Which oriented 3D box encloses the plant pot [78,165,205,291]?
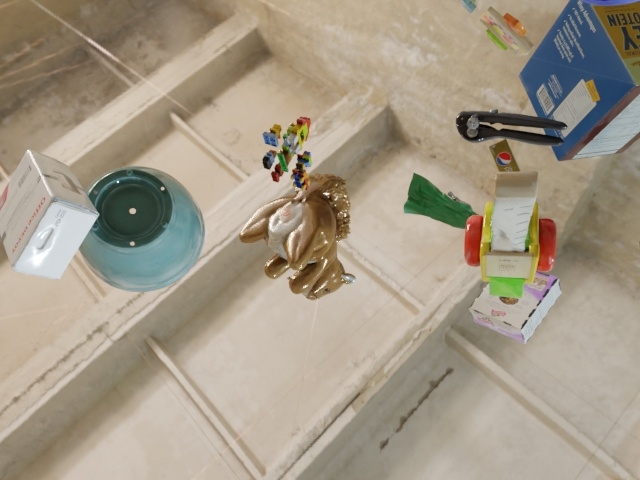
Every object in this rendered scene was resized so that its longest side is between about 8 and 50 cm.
[{"bbox_3d":[-0.408,-0.045,1.084,0.292,0.196,0.294,3,-105,-11],"label":"plant pot"}]

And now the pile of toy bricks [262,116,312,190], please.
[{"bbox_3d":[-0.065,-0.216,1.125,0.117,0.212,0.105,20,-114,16],"label":"pile of toy bricks"}]

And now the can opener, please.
[{"bbox_3d":[0.322,-0.195,0.835,0.186,0.059,0.073,12,-151,35],"label":"can opener"}]

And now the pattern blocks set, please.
[{"bbox_3d":[0.538,-0.597,1.403,0.324,0.026,0.285,39,-164,-12],"label":"pattern blocks set"}]

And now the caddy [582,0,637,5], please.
[{"bbox_3d":[0.390,-0.386,0.490,0.341,0.179,0.242,13,-95,51],"label":"caddy"}]

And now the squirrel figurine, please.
[{"bbox_3d":[0.000,0.000,1.560,0.280,0.370,0.397,15,-116,39],"label":"squirrel figurine"}]

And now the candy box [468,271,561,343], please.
[{"bbox_3d":[0.545,0.169,1.369,0.196,0.070,0.164,-46,-142,-19],"label":"candy box"}]

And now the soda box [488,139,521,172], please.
[{"bbox_3d":[0.618,-0.236,1.596,0.061,0.058,0.182,-24,-101,28],"label":"soda box"}]

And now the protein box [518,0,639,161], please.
[{"bbox_3d":[0.470,-0.276,0.813,0.135,0.201,0.200,-9,-112,-11],"label":"protein box"}]

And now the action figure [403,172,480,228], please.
[{"bbox_3d":[0.359,-0.097,1.403,0.232,0.137,0.063,29,-137,29],"label":"action figure"}]

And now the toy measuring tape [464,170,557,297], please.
[{"bbox_3d":[0.227,-0.025,0.581,0.121,0.330,0.122,-8,-117,16],"label":"toy measuring tape"}]

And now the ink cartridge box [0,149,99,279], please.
[{"bbox_3d":[-0.533,-0.053,0.937,0.218,0.092,0.159,42,-79,40],"label":"ink cartridge box"}]
